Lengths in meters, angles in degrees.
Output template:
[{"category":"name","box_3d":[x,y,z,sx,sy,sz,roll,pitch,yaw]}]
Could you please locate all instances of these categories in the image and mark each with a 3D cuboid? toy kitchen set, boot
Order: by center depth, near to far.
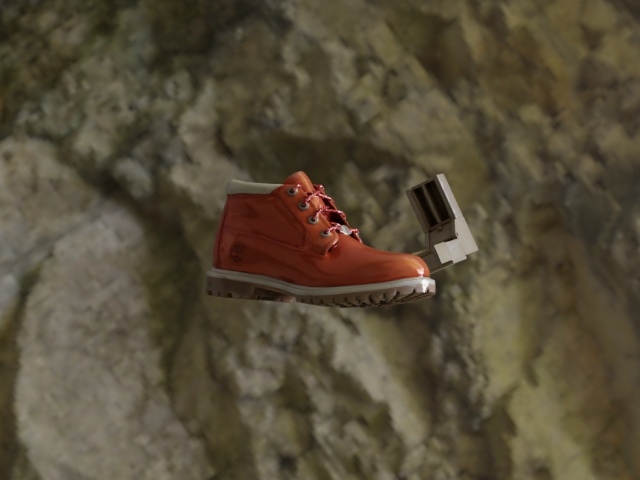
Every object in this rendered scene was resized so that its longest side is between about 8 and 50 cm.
[{"category":"boot","box_3d":[0.000,0.000,0.925,0.158,0.084,0.059,6,177,29]},{"category":"toy kitchen set","box_3d":[0.075,-0.005,1.260,0.068,0.075,0.083,-26,175,27]}]
